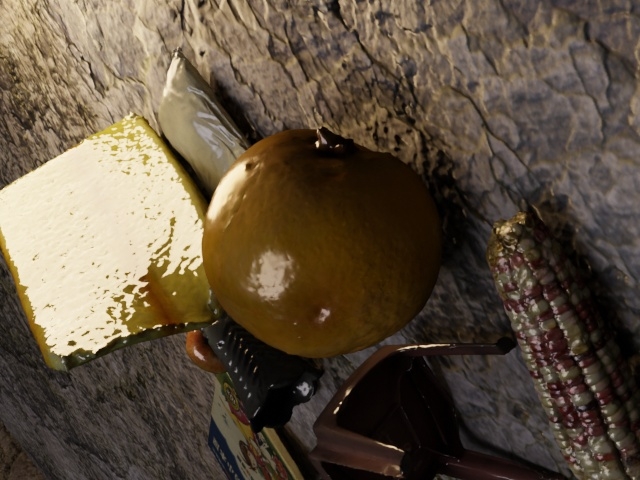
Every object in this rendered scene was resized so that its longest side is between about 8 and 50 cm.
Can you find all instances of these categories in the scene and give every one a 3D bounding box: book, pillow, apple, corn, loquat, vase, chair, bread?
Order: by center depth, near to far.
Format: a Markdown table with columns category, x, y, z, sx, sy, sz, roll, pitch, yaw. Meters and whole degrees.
| category | x | y | z | sx | sy | sz | roll | pitch | yaw |
| --- | --- | --- | --- | --- | --- | --- | --- | --- | --- |
| corn | 0.192 | 0.088 | 0.799 | 0.079 | 0.079 | 0.237 | -10 | 110 | 61 |
| loquat | 0.000 | 0.000 | 0.890 | 0.208 | 0.208 | 0.208 | 39 | 148 | 31 |
| chair | 0.063 | 0.203 | 1.029 | 0.326 | 0.175 | 0.183 | -3 | 126 | 52 |
| bread | -0.226 | -0.003 | 1.105 | 0.245 | 0.233 | 0.362 | 59 | 172 | -5 |
| pillow | -0.108 | -0.085 | 1.132 | 0.229 | 0.050 | 0.148 | 52 | 149 | 10 |
| vase | -0.112 | 0.121 | 1.302 | 0.237 | 0.115 | 0.115 | 47 | 152 | 25 |
| apple | -0.143 | 0.140 | 1.394 | 0.084 | 0.084 | 0.071 | 56 | 165 | 2 |
| book | -0.105 | 0.342 | 1.578 | 0.228 | 0.018 | 0.322 | 54 | 154 | 24 |

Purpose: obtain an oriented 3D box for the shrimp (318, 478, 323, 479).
| category | x | y | z | sx | sy | sz | roll | pitch | yaw |
| --- | --- | --- | --- | --- | --- | --- | --- | --- | --- |
| shrimp | 0.090 | 0.405 | 1.325 | 0.290 | 0.054 | 0.222 | 8 | 127 | 56 |
